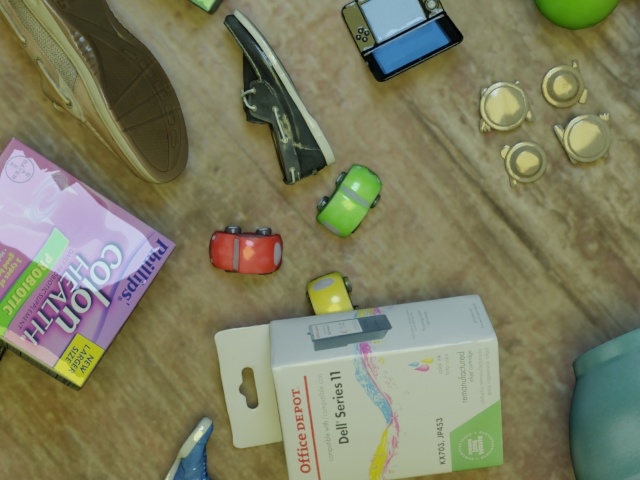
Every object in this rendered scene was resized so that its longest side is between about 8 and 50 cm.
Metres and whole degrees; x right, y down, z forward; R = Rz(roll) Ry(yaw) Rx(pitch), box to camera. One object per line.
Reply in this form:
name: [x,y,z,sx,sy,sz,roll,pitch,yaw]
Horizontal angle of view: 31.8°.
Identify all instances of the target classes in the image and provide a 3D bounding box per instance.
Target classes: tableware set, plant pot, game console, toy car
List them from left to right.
toy car: [0.000,0.000,1.474,0.239,0.053,0.225,35,97,-7]
game console: [0.102,-0.274,1.422,0.122,0.071,0.107,-26,100,2]
tableware set: [0.294,-0.155,1.474,0.169,0.020,0.141,-19,98,3]
plant pot: [0.439,0.211,1.430,0.293,0.293,0.196,-21,73,2]

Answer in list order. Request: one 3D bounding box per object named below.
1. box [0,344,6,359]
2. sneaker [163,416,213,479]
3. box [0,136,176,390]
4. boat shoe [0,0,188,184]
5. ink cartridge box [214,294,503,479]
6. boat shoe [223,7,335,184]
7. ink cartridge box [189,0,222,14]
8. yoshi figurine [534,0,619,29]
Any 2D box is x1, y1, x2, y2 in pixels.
box: [-0.485,0.072,1.478,0.191,0.045,0.184,28,99,-7]
sneaker: [-0.160,0.316,1.520,0.085,0.058,0.152,29,102,0]
box: [-0.343,0.034,1.403,0.243,0.117,0.213,35,74,-7]
boat shoe: [-0.289,-0.213,1.412,0.110,0.122,0.341,-26,98,40]
ink cartridge box: [0.048,0.203,1.453,0.354,0.119,0.207,-8,117,0]
boat shoe: [-0.066,-0.182,1.427,0.079,0.084,0.233,-28,102,3]
ink cartridge box: [-0.184,-0.401,1.382,0.212,0.093,0.154,33,98,-5]
yoshi figurine: [0.255,-0.391,1.358,0.362,0.203,0.203,35,113,-9]
